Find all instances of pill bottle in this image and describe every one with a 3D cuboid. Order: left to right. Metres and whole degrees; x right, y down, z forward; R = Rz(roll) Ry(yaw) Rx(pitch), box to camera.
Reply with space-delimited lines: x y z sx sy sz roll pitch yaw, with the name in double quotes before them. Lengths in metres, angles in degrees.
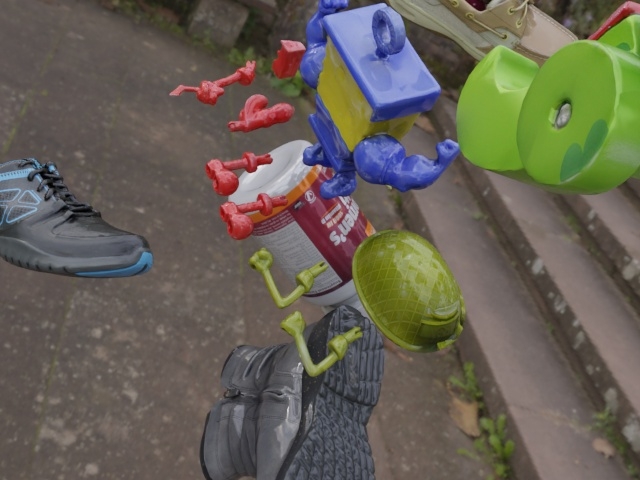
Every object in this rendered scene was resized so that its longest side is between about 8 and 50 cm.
"pill bottle" 0.000 0.000 0.947 0.221 0.121 0.121 52 17 -25

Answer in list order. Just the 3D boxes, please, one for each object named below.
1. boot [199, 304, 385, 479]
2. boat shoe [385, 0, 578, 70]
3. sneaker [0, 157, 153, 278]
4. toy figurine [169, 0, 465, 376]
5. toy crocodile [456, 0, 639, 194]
"boot" -0.051 0.240 0.849 0.118 0.223 0.338 42 43 -23
"boat shoe" 0.105 -0.142 0.492 0.135 0.045 0.050 20 58 -11
"sneaker" -0.362 -0.036 1.022 0.341 0.139 0.125 14 -2 19
"toy figurine" 0.022 -0.094 0.691 0.191 0.217 0.362 -11 61 -27
"toy crocodile" 0.180 -0.083 0.308 0.115 0.340 0.105 8 73 -24
